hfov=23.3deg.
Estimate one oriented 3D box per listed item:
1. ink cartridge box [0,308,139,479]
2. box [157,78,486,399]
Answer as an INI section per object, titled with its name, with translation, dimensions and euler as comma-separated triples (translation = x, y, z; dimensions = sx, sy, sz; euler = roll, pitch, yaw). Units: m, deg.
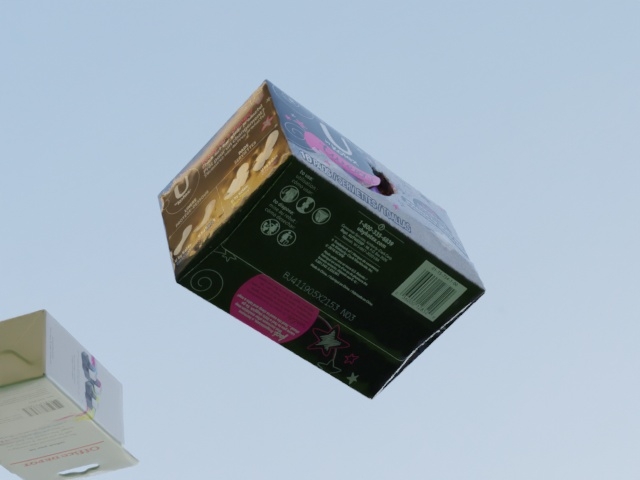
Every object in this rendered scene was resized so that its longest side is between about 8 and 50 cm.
[ink cartridge box]
translation = -0.226, 0.132, 1.246
dimensions = 0.104, 0.181, 0.062
euler = -14, -123, 12
[box]
translation = 0.000, 0.000, 1.405
dimensions = 0.247, 0.142, 0.163
euler = 33, -70, -32
